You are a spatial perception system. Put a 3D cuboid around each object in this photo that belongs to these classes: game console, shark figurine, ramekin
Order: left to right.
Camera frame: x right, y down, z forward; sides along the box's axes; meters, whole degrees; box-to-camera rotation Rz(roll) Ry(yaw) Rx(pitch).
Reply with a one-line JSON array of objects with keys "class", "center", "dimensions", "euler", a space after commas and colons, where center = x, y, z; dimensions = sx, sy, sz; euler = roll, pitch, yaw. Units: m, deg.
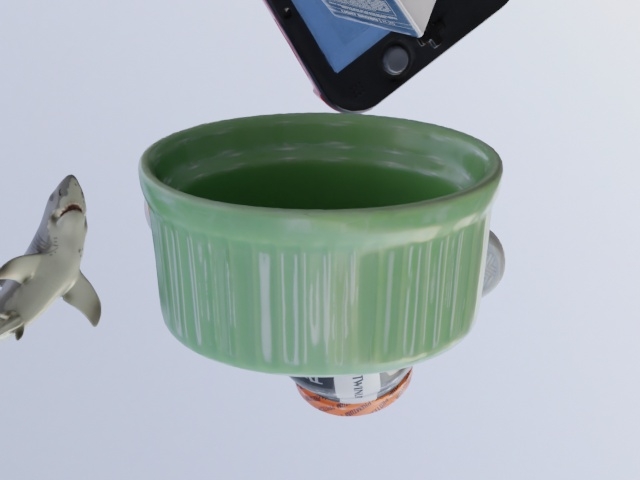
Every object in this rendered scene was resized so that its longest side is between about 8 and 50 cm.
[{"class": "shark figurine", "center": [-0.362, 0.061, 1.926], "dimensions": [0.116, 0.278, 0.166], "euler": [24, 145, 50]}, {"class": "ramekin", "center": [0.000, 0.000, 1.464], "dimensions": [0.303, 0.148, 0.303], "euler": [0, -161, 0]}, {"class": "game console", "center": [0.065, -0.404, 2.408], "dimensions": [0.386, 0.342, 0.060], "euler": [59, 169, -26]}]

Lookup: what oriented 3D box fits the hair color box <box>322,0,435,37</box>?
[{"class": "hair color box", "center": [0.034, -0.334, 1.593], "dimensions": [0.105, 0.174, 0.347], "euler": [17, 171, 21]}]

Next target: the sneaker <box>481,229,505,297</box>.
[{"class": "sneaker", "center": [0.063, 0.017, 1.736], "dimensions": [0.169, 0.293, 0.108], "euler": [-35, -68, -63]}]

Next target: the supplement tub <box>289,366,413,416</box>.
[{"class": "supplement tub", "center": [0.027, 0.056, 2.210], "dimensions": [0.207, 0.207, 0.338], "euler": [-112, 9, -46]}]

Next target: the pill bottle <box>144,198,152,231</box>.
[{"class": "pill bottle", "center": [-0.152, -0.053, 2.302], "dimensions": [0.086, 0.152, 0.086], "euler": [30, -127, -50]}]
